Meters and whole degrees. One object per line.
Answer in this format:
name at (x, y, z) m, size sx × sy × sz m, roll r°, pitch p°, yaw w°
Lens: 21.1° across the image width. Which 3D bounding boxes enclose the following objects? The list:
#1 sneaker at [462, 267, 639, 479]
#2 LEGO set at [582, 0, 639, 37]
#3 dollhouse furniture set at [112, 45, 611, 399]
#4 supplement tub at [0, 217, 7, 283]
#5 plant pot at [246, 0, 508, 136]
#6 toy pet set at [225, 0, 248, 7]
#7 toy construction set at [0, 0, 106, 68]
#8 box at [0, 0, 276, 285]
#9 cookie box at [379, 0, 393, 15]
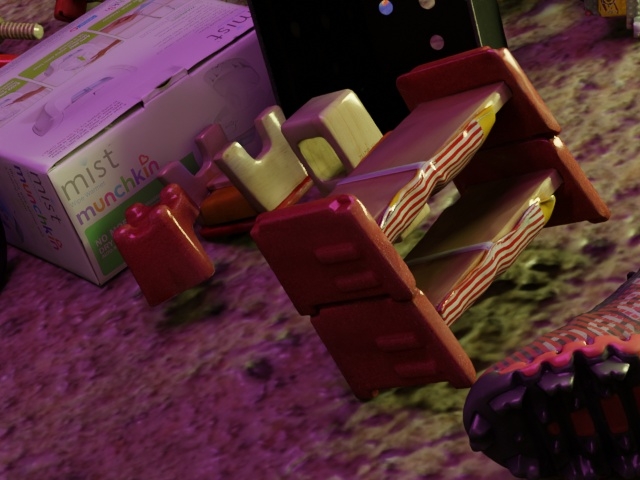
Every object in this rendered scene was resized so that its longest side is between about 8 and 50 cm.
sneaker at (0.213, 0.061, 1.054) m, size 0.276 × 0.097 × 0.135 m, roll -19°, pitch 31°, yaw 0°
LEGO set at (0.207, -0.313, 1.468) m, size 0.255 × 0.331 × 0.192 m, roll 5°, pitch 37°, yaw 4°
dollhouse furniture set at (0.000, 0.000, 1.274) m, size 0.374 × 0.152 × 0.201 m, roll -10°, pitch 29°, yaw 51°
supplement tub at (-0.377, 0.014, 1.484) m, size 0.198 × 0.106 × 0.106 m, roll -9°, pitch 33°, yaw 21°
plant pot at (0.069, -0.178, 1.454) m, size 0.187 × 0.188 × 0.167 m, roll -6°, pitch 21°, yaw 24°
toy pet set at (-0.060, -0.253, 1.744) m, size 0.114 × 0.065 × 0.122 m, roll -30°, pitch 32°, yaw -15°
toy construction set at (-0.226, -0.278, 1.773) m, size 0.237 × 0.257 × 0.308 m, roll 5°, pitch 59°, yaw 18°
box at (-0.179, -0.107, 1.529) m, size 0.262 × 0.126 × 0.231 m, roll -38°, pitch 35°, yaw -26°
cookie box at (0.062, -0.274, 1.677) m, size 0.107 × 0.092 × 0.040 m, roll -37°, pitch 37°, yaw -25°
